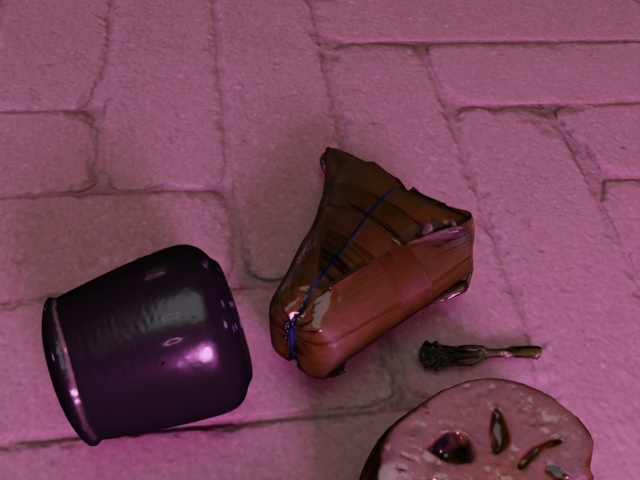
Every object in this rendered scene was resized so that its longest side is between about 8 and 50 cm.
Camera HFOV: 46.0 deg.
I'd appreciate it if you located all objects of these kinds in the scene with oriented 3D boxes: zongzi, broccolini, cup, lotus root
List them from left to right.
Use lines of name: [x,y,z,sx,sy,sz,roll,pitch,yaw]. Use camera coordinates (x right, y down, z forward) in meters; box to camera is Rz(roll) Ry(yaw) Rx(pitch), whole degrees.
cup: [-0.172,0.096,0.740,0.177,0.169,0.223,-20,19,-14]
zongzi: [0.000,0.000,0.866,0.260,0.123,0.289,-31,48,-26]
lotus root: [0.128,0.210,0.682,0.235,0.119,0.138,-19,53,-19]
broccolini: [0.175,0.123,0.834,0.140,0.030,0.035,-1,12,-14]
